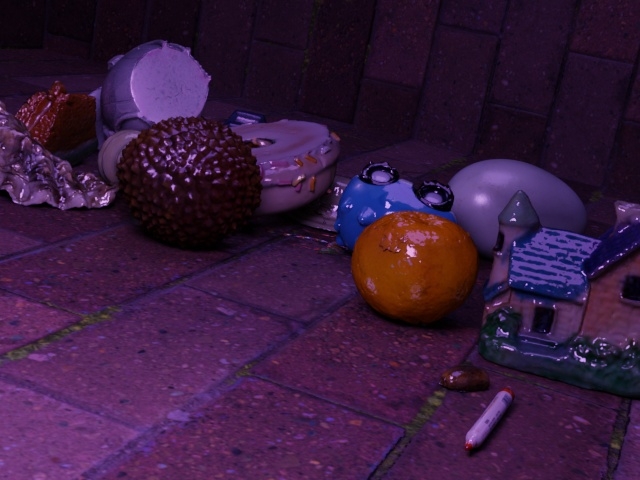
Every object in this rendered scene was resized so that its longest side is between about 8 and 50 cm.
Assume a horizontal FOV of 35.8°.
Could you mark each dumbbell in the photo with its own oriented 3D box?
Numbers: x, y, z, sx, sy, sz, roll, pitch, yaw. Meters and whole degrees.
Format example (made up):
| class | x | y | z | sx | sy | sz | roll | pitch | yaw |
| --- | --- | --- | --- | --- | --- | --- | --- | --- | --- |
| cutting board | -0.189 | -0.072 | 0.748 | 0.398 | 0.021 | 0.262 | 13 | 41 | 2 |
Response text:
| class | x | y | z | sx | sy | sz | roll | pitch | yaw |
| --- | --- | --- | --- | --- | --- | --- | --- | --- | --- |
| dumbbell | -0.211 | -0.263 | 2.672 | 0.144 | 0.160 | 0.325 | -17 | 15 | 5 |

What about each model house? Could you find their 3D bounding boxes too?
| class | x | y | z | sx | sy | sz | roll | pitch | yaw |
| --- | --- | --- | --- | --- | --- | --- | --- | --- | --- |
| model house | 0.430 | 0.068 | 1.637 | 0.312 | 0.280 | 0.245 | 13 | 15 | 12 |

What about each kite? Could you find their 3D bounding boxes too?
| class | x | y | z | sx | sy | sz | roll | pitch | yaw |
| --- | --- | --- | --- | --- | --- | --- | --- | --- | --- |
| kite | 0.000 | 0.000 | 2.114 | 0.244 | 0.006 | 0.198 | 13 | 15 | 9 |

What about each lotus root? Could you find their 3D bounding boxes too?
| class | x | y | z | sx | sy | sz | roll | pitch | yaw |
| --- | --- | --- | --- | --- | --- | --- | --- | --- | --- |
| lotus root | 0.216 | 0.203 | 1.464 | 0.083 | 0.030 | 0.037 | 1 | 19 | -30 |

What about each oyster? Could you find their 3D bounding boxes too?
| class | x | y | z | sx | sy | sz | roll | pitch | yaw |
| --- | --- | --- | --- | --- | --- | --- | --- | --- | --- |
| oyster | -0.593 | -0.167 | 2.057 | 0.351 | 0.115 | 0.238 | 45 | 26 | 23 |

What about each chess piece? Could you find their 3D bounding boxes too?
| class | x | y | z | sx | sy | sz | roll | pitch | yaw |
| --- | --- | --- | --- | --- | --- | --- | --- | --- | --- |
| chess piece | -0.380 | -0.161 | 2.097 | 0.144 | 0.144 | 0.251 | 5 | 6 | -23 |

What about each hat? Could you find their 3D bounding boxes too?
| class | x | y | z | sx | sy | sz | roll | pitch | yaw |
| --- | --- | --- | --- | --- | --- | --- | --- | --- | --- |
| hat | 0.040 | -0.096 | 2.299 | 0.252 | 0.110 | 0.252 | 10 | 13 | -2 |

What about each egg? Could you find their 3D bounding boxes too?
| class | x | y | z | sx | sy | sz | roll | pitch | yaw |
| --- | --- | --- | --- | --- | --- | --- | --- | --- | --- |
| egg | 0.442 | -0.063 | 2.237 | 0.371 | 0.230 | 0.230 | 9 | 14 | -28 |

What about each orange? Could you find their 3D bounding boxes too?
| class | x | y | z | sx | sy | sz | roll | pitch | yaw |
| --- | --- | --- | --- | --- | --- | --- | --- | --- | --- |
| orange | 0.162 | 0.045 | 1.708 | 0.219 | 0.193 | 0.219 | 15 | 0 | 0 |

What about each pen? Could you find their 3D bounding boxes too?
| class | x | y | z | sx | sy | sz | roll | pitch | yaw |
| --- | --- | --- | --- | --- | --- | --- | --- | --- | --- |
| pen | 0.226 | 0.244 | 1.336 | 0.026 | 0.026 | 0.218 | 17 | 16 | 20 |

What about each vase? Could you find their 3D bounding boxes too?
| class | x | y | z | sx | sy | sz | roll | pitch | yaw |
| --- | --- | --- | --- | --- | --- | --- | --- | --- | --- |
| vase | -0.440 | -0.326 | 2.397 | 0.250 | 0.250 | 0.445 | 3 | -5 | -29 |

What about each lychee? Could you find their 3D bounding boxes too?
| class | x | y | z | sx | sy | sz | roll | pitch | yaw |
| --- | --- | --- | --- | --- | --- | --- | --- | --- | --- |
| lychee | -0.249 | -0.115 | 1.860 | 0.267 | 0.267 | 0.267 | 10 | 15 | -3 |

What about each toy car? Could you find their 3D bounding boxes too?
| class | x | y | z | sx | sy | sz | roll | pitch | yaw |
| --- | --- | --- | --- | --- | --- | --- | --- | --- | --- |
| toy car | 0.142 | -0.024 | 1.981 | 0.255 | 0.188 | 0.190 | 23 | 47 | 13 |

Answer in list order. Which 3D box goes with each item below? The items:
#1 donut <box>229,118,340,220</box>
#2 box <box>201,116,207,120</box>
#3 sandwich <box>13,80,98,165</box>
| class | x | y | z | sx | sy | sz | roll | pitch | yaw |
| --- | --- | --- | --- | --- | --- | --- | --- | --- | --- |
| donut | -0.138 | -0.154 | 2.187 | 0.382 | 0.142 | 0.382 | -7 | 21 | 3 |
| box | -0.350 | -0.260 | 2.567 | 0.090 | 0.144 | 0.201 | 8 | 14 | -23 |
| sandwich | -0.608 | -0.258 | 2.293 | 0.109 | 0.212 | 0.292 | 30 | 6 | 13 |
